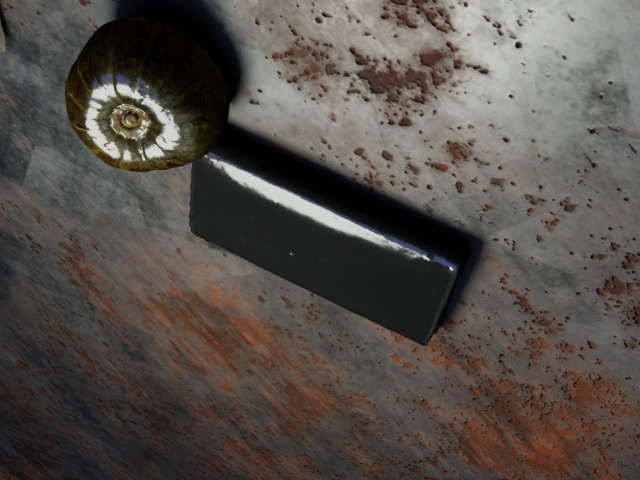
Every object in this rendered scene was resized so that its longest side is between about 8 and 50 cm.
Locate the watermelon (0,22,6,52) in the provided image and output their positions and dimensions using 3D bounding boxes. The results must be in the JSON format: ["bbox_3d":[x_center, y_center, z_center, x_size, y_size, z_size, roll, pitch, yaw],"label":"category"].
[{"bbox_3d":[-0.574,-0.324,1.502,0.193,0.231,0.310,85,165,-51],"label":"watermelon"}]

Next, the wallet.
[{"bbox_3d":[0.000,-0.001,1.537,0.406,0.062,0.228,25,144,9],"label":"wallet"}]

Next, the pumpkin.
[{"bbox_3d":[-0.226,-0.190,1.413,0.219,0.162,0.219,1,135,1],"label":"pumpkin"}]
